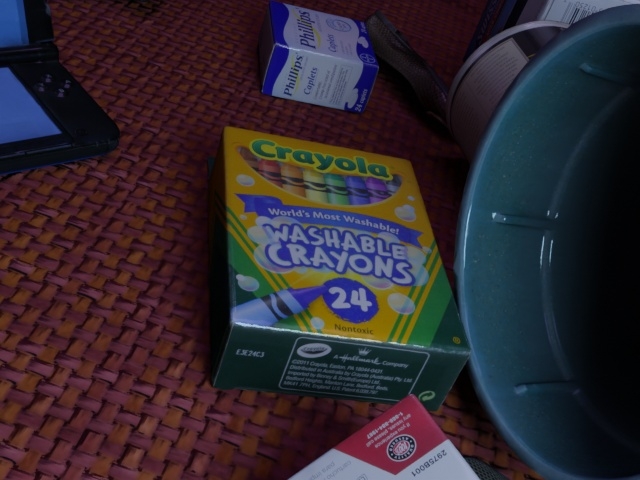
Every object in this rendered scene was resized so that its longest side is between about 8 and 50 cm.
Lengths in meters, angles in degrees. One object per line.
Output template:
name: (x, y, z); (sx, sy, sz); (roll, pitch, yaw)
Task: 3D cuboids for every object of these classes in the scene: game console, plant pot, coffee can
game console: (-0.361, -0.194, 0.818); (0.293, 0.173, 0.250); (-18, 51, -39)
plant pot: (0.335, 0.022, 0.680); (0.334, 0.341, 0.341); (6, 39, -23)
coffee can: (0.275, -0.088, 0.958); (0.201, 0.201, 0.275); (4, 40, -20)

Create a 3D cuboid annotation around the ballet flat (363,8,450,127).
ballet flat: (0.123, -0.224, 1.184); (0.084, 0.058, 0.250); (31, 22, -56)

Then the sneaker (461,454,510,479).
sneaker: (0.175, 0.215, 0.597); (0.087, 0.130, 0.227); (-11, 45, -37)

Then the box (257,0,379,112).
box: (-0.006, -0.238, 1.121); (0.137, 0.072, 0.126); (9, 38, -14)

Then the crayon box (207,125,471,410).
crayon box: (0.000, 0.000, 0.819); (0.203, 0.083, 0.323); (9, 38, -16)

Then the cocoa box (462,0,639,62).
cocoa box: (0.408, -0.254, 1.200); (0.347, 0.231, 0.228); (13, 37, -11)

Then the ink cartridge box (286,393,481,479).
ink cartridge box: (0.064, 0.208, 0.552); (0.127, 0.072, 0.175); (-34, 55, -8)
